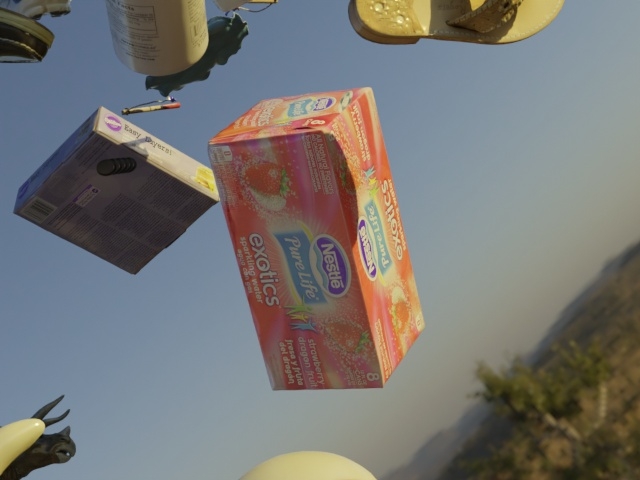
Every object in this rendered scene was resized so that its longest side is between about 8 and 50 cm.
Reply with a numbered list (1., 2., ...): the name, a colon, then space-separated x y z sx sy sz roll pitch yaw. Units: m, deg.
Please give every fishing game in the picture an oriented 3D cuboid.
1. fishing game: -0.190 -0.280 1.986 0.264 0.041 0.189 -43 -13 33

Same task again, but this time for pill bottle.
1. pill bottle: -0.219 -0.338 1.739 0.131 0.131 0.229 -37 -31 -26

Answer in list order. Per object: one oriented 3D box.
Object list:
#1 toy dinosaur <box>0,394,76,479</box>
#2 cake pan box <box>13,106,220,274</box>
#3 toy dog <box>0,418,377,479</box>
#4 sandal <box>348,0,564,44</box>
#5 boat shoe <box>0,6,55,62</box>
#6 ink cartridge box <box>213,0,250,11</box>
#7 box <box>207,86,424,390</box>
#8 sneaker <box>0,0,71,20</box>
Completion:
1. toy dinosaur: -0.420 0.232 1.408 0.313 0.160 0.121 17 -35 -35
2. cake pan box: -0.335 -0.072 2.193 0.267 0.245 0.070 -39 33 36
3. toy dog: -0.120 0.329 1.228 0.408 0.395 0.284 -15 -7 -12
4. sandal: 0.149 -0.234 1.264 0.240 0.088 0.079 -11 -8 -22
5. boat shoe: -0.338 -0.166 1.148 0.080 0.223 0.073 58 -138 -74
6. ink cartridge box: -0.084 -0.386 1.187 0.223 0.307 0.129 -15 36 41
7. box: 0.000 0.000 1.465 0.142 0.300 0.154 -4 21 25
8. sneaker: -0.390 -0.367 1.823 0.107 0.110 0.275 -10 18 -18
